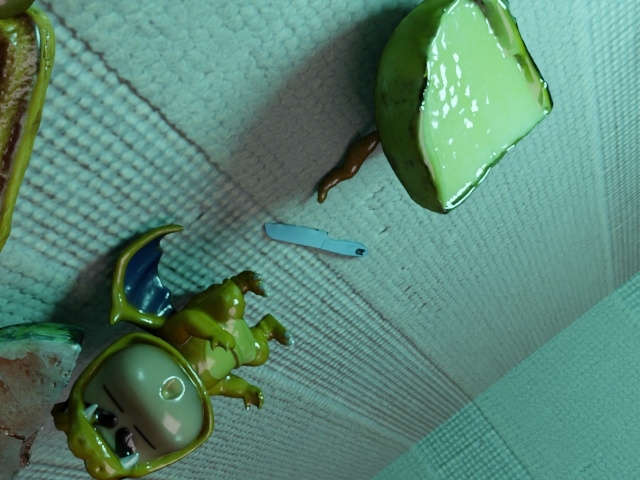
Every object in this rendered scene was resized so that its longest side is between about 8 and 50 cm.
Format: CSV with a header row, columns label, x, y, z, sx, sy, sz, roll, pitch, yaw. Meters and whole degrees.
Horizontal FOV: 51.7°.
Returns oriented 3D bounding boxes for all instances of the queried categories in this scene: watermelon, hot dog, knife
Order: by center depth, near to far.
label,x,y,z,sx,sy,sz,roll,pitch,yaw
hot dog,-0.395,-0.119,0.729,0.158,0.117,0.349,15,117,-17
watermelon,-0.466,0.223,1.022,0.224,0.180,0.305,-8,137,-58
knife,0.000,0.000,1.312,0.313,0.019,0.044,11,116,-47

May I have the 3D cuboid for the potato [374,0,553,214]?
label,x,y,z,sx,sy,sz,roll,pitch,yaw
potato,0.176,-0.243,1.042,0.330,0.212,0.280,-44,126,-27

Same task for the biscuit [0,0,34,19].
label,x,y,z,sx,sy,sz,roll,pitch,yaw
biscuit,-0.345,-0.335,0.510,0.359,0.046,0.359,-17,126,-25

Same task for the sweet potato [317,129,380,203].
label,x,y,z,sx,sy,sz,roll,pitch,yaw
sweet potato,0.053,-0.134,1.175,0.044,0.044,0.179,13,130,-49

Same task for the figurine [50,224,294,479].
label,x,y,z,sx,sy,sz,roll,pitch,yaw
figurine,-0.243,0.225,1.108,0.387,0.268,0.401,-41,153,-22
